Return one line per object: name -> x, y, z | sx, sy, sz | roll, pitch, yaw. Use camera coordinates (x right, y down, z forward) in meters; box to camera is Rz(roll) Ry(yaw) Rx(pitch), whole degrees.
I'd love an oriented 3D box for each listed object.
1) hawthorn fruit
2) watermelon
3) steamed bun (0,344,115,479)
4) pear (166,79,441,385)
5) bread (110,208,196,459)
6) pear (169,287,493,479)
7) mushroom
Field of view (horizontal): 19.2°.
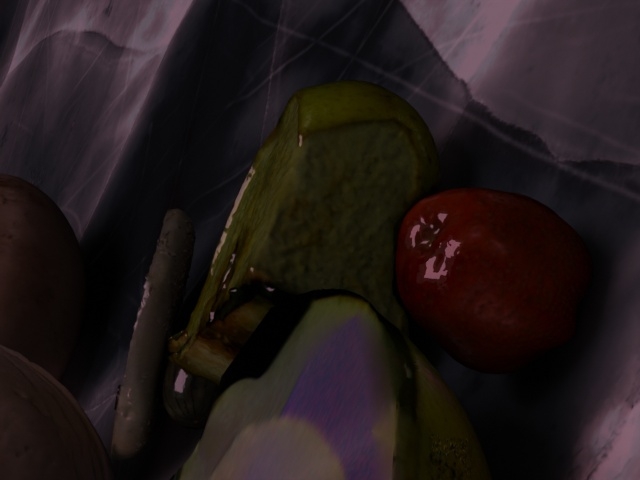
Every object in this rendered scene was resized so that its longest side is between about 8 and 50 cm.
hawthorn fruit -> 0.117, 0.026, 1.340 | 0.133, 0.138, 0.133 | -46, 28, 33
watermelon -> -0.113, 0.128, 1.812 | 0.078, 0.078, 0.110 | -28, 42, 55
steamed bun -> -0.318, 0.281, 1.899 | 0.247, 0.236, 0.383 | -65, 32, 28
pear -> 0.000, 0.000, 1.599 | 0.238, 0.164, 0.255 | -45, 24, 60
bread -> -0.168, 0.097, 1.907 | 0.267, 0.040, 0.267 | -167, 90, -87
pear -> 0.011, 0.248, 1.323 | 0.399, 0.165, 0.399 | -47, 30, 38
mushroom -> -0.451, 0.084, 2.293 | 0.362, 0.295, 0.362 | -46, 32, 41
